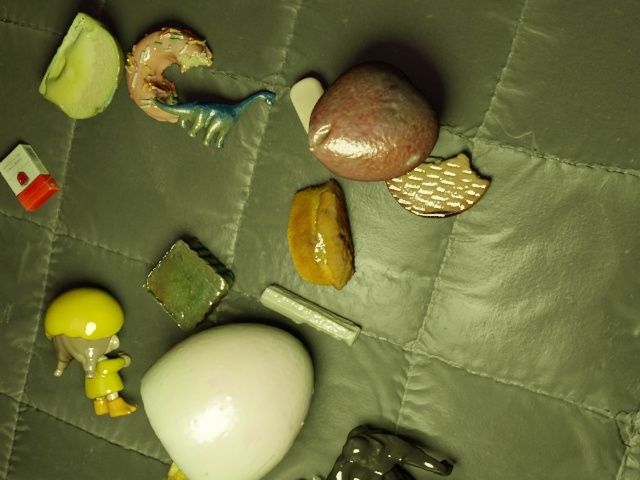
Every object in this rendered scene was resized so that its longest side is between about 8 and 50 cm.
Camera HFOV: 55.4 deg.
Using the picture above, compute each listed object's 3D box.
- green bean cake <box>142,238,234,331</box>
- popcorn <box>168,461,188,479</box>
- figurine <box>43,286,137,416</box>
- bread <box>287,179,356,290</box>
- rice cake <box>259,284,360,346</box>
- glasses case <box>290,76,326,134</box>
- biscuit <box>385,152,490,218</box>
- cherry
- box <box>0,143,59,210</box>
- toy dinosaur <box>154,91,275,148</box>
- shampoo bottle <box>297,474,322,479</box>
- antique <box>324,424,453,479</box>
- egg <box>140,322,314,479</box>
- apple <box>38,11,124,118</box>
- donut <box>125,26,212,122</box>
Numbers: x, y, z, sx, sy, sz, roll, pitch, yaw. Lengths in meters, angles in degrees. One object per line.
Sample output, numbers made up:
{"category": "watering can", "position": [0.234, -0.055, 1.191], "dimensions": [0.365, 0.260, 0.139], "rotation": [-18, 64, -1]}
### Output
{"category": "green bean cake", "position": [-0.321, 0.108, 1.516], "dimensions": [0.181, 0.094, 0.173], "rotation": [41, 103, 9]}
{"category": "popcorn", "position": [-0.314, 0.611, 1.537], "dimensions": [0.167, 0.152, 0.148], "rotation": [48, 124, 17]}
{"category": "figurine", "position": [-0.577, 0.285, 1.564], "dimensions": [0.215, 0.187, 0.343], "rotation": [-14, 97, 28]}
{"category": "bread", "position": [-0.003, -0.005, 1.401], "dimensions": [0.129, 0.134, 0.260], "rotation": [-9, 92, 17]}
{"category": "rice cake", "position": [-0.029, 0.180, 1.467], "dimensions": [0.256, 0.052, 0.057], "rotation": [26, 130, 12]}
{"category": "glasses case", "position": [-0.001, -0.284, 1.421], "dimensions": [0.083, 0.050, 0.196], "rotation": [-25, 88, 18]}
{"category": "biscuit", "position": [0.249, -0.137, 1.376], "dimensions": [0.229, 0.031, 0.176], "rotation": [38, 102, 11]}
{"category": "cherry", "position": [0.109, -0.242, 1.290], "dimensions": [0.308, 0.221, 0.261], "rotation": [-29, 68, -16]}
{"category": "box", "position": [-0.789, -0.170, 1.646], "dimensions": [0.100, 0.048, 0.152], "rotation": [-37, 87, 17]}
{"category": "toy dinosaur", "position": [-0.257, -0.327, 1.452], "dimensions": [0.248, 0.075, 0.188], "rotation": [30, 101, -13]}
{"category": "shampoo bottle", "position": [-0.083, 0.636, 1.510], "dimensions": [0.205, 0.065, 0.065], "rotation": [-27, 87, 15]}
{"category": "antique", "position": [0.127, 0.585, 1.389], "dimensions": [0.255, 0.185, 0.322], "rotation": [32, 105, 9]}
{"category": "egg", "position": [-0.173, 0.343, 1.378], "dimensions": [0.340, 0.354, 0.354], "rotation": [-34, 85, -3]}
{"category": "apple", "position": [-0.566, -0.414, 1.523], "dimensions": [0.193, 0.120, 0.265], "rotation": [47, 118, 9]}
{"category": "donut", "position": [-0.388, -0.418, 1.498], "dimensions": [0.199, 0.085, 0.232], "rotation": [28, 99, 12]}
